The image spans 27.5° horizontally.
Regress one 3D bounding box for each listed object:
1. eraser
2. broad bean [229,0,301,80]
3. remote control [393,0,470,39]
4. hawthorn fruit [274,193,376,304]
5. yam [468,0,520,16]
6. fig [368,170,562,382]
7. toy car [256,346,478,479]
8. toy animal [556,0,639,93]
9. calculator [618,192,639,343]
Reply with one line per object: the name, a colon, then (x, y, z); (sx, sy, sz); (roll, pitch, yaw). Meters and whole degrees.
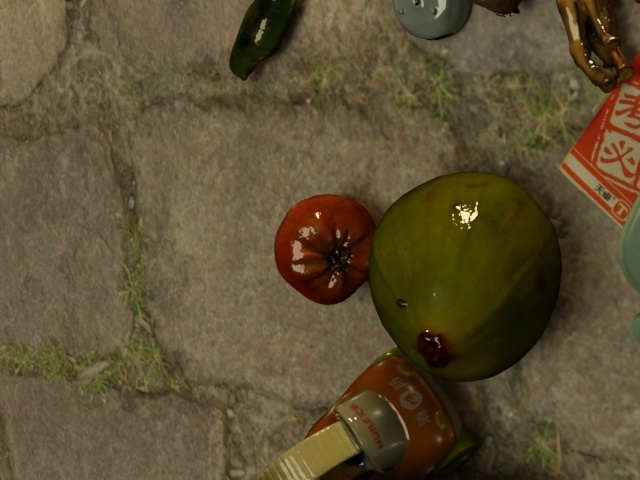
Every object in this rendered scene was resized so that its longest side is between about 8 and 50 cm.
eraser: (0.334, -0.100, 1.183); (0.157, 0.038, 0.230); (48, 128, 24)
broad bean: (-0.069, -0.336, 1.516); (0.144, 0.049, 0.291); (2, 99, 50)
remote control: (0.110, -0.328, 1.341); (0.087, 0.047, 0.244); (7, 106, 39)
hawthorn fruit: (-0.001, 0.005, 1.478); (0.140, 0.125, 0.125); (28, 118, 35)
yam: (0.174, -0.291, 1.265); (0.084, 0.084, 0.127); (38, 127, 32)
fig: (0.133, 0.042, 1.289); (0.203, 0.225, 0.203); (10, 119, 19)
toy car: (0.033, 0.238, 1.434); (0.145, 0.235, 0.235); (54, 131, 21)
toy animal: (0.254, -0.272, 1.195); (0.149, 0.054, 0.275); (125, 142, -72)
calculator: (0.366, -0.008, 1.134); (0.184, 0.042, 0.295); (29, 120, 8)
